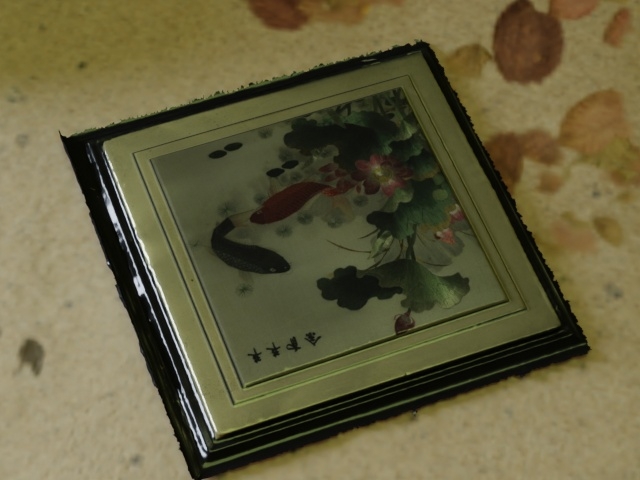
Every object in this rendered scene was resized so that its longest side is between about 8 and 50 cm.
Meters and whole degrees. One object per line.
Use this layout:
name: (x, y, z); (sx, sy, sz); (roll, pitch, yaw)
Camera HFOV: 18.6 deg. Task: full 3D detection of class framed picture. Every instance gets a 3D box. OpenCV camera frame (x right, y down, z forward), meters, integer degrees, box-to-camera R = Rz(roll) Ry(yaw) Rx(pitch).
framed picture: (0.000, 0.000, 0.907); (0.195, 0.010, 0.199); (-17, 60, -13)
